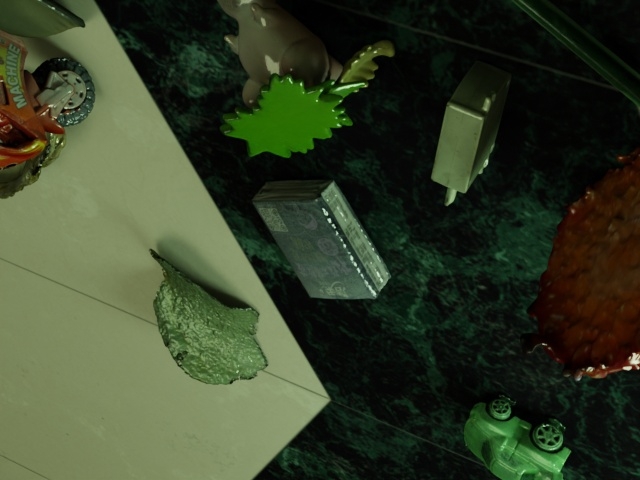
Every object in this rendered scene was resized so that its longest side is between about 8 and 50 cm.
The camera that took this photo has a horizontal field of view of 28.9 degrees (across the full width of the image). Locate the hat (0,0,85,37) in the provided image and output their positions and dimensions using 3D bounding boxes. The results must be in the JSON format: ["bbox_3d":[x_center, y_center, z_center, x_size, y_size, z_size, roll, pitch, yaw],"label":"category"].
[{"bbox_3d":[-0.374,-0.330,1.385,0.244,0.149,0.214,14,175,-36],"label":"hat"}]

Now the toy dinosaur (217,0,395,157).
[{"bbox_3d":[-0.045,-0.180,1.231,0.194,0.177,0.152,18,145,-24],"label":"toy dinosaur"}]

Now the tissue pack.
[{"bbox_3d":[0.000,0.000,1.450,0.112,0.051,0.156,0,130,43],"label":"tissue pack"}]

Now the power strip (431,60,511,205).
[{"bbox_3d":[0.142,-0.094,1.210,0.042,0.075,0.175,24,141,14],"label":"power strip"}]

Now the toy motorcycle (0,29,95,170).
[{"bbox_3d":[-0.405,-0.178,1.423,0.298,0.171,0.089,22,172,-27],"label":"toy motorcycle"}]

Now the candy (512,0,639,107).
[{"bbox_3d":[0.167,-0.211,1.057,0.440,0.119,0.119,38,144,-12],"label":"candy"}]

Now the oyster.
[{"bbox_3d":[-0.420,-0.125,1.648,0.345,0.078,0.129,-24,92,52],"label":"oyster"}]

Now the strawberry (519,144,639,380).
[{"bbox_3d":[0.317,0.051,1.133,0.178,0.234,0.234,31,149,-27],"label":"strawberry"}]

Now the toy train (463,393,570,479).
[{"bbox_3d":[0.241,0.260,1.507,0.149,0.081,0.099,26,143,14],"label":"toy train"}]

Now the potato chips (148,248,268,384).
[{"bbox_3d":[-0.163,0.100,1.687,0.167,0.059,0.228,11,132,21],"label":"potato chips"}]
